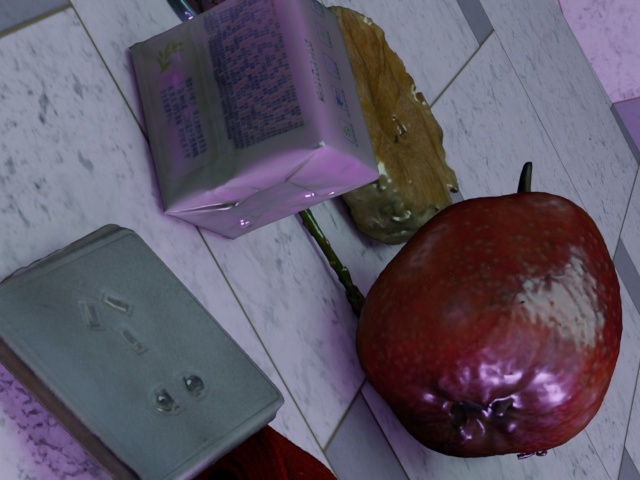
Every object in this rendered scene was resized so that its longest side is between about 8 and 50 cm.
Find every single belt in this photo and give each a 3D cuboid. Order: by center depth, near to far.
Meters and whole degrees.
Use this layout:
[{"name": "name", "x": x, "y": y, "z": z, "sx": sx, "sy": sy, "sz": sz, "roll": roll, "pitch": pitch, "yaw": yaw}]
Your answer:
[{"name": "belt", "x": -0.040, "y": 0.246, "z": 1.200, "sx": 0.124, "sy": 0.128, "sz": 0.201, "roll": 41, "pitch": 27, "yaw": -42}]

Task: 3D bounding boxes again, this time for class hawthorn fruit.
[{"name": "hawthorn fruit", "x": 0.199, "y": 0.060, "z": 1.671, "sx": 0.285, "sy": 0.284, "sz": 0.369, "roll": 44, "pitch": 53, "yaw": -40}]

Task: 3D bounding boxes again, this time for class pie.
[{"name": "pie", "x": 0.070, "y": -0.148, "z": 1.893, "sx": 0.339, "sy": 0.083, "sz": 0.339, "roll": 44, "pitch": 32, "yaw": -36}]

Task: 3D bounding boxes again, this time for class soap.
[{"name": "soap", "x": -0.063, "y": -0.126, "z": 1.453, "sx": 0.138, "sy": 0.182, "sz": 0.199, "roll": 27, "pitch": 45, "yaw": -57}]

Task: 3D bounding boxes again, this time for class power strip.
[{"name": "power strip", "x": -0.155, "y": 0.102, "z": 1.157, "sx": 0.213, "sy": 0.064, "sz": 0.198, "roll": 46, "pitch": 35, "yaw": 10}]

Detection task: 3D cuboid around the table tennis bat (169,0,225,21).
[{"name": "table tennis bat", "x": -0.126, "y": -0.313, "z": 1.699, "sx": 0.153, "sy": 0.040, "sz": 0.244, "roll": 58, "pitch": 28, "yaw": -16}]

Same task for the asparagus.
[{"name": "asparagus", "x": 0.000, "y": 0.000, "z": 1.676, "sx": 0.022, "sy": 0.023, "sz": 0.233, "roll": -35, "pitch": 103, "yaw": -22}]
